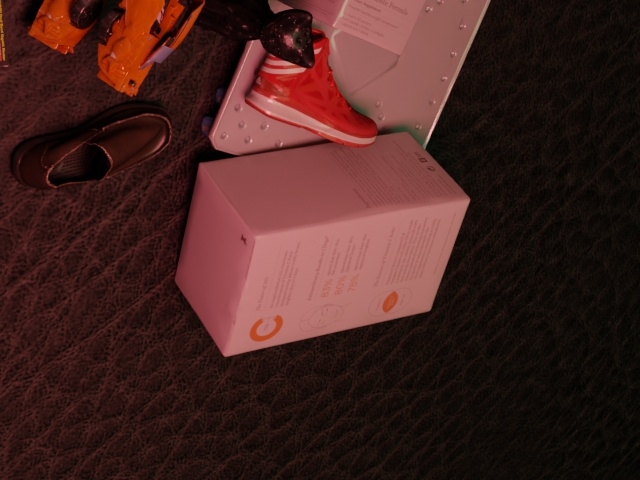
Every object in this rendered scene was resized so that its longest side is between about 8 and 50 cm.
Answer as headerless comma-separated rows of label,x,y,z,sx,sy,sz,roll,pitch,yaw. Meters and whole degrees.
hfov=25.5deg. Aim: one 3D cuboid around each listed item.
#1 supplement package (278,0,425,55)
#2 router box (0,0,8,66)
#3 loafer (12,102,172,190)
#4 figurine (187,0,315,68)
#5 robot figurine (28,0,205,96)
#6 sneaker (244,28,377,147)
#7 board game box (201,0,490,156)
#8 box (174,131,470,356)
supplement package,0.069,-0.383,1.801,0.139,0.134,0.244,14,104,-45
router box,-0.369,-0.232,1.436,0.092,0.038,0.122,-15,112,-39
loafer,-0.273,-0.106,1.776,0.220,0.078,0.080,-25,128,-28
figurine,-0.077,-0.331,1.720,0.092,0.209,0.215,-25,128,-29
robot figurine,-0.206,-0.328,1.640,0.291,0.211,0.085,-58,165,5
sneaker,0.012,-0.206,1.890,0.221,0.087,0.128,12,107,-45
board game box,0.050,-0.276,1.980,0.390,0.050,0.390,13,104,-44
box,0.000,0.000,1.961,0.345,0.168,0.215,-10,134,-31
